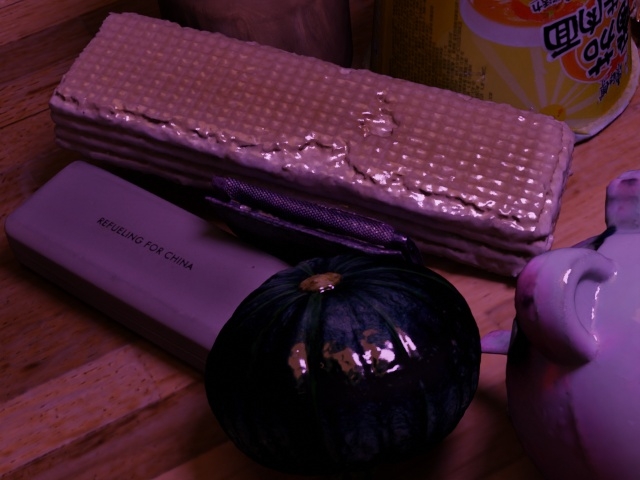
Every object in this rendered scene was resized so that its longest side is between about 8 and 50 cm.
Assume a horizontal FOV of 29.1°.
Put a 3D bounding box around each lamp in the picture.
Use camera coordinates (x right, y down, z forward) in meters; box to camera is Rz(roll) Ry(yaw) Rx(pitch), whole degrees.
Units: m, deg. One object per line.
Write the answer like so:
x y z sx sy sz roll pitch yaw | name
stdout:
0.236 0.058 0.822 0.247 0.247 0.301 -3 30 48 | lamp

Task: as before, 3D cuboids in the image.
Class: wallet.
0.001 -0.001 0.954 0.165 0.111 0.030 17 75 20 | wallet

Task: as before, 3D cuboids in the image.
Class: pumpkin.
0.017 0.082 0.835 0.194 0.150 0.194 -23 37 19 | pumpkin

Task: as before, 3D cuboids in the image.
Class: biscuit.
-0.007 -0.083 1.021 0.425 0.079 0.144 15 50 11 | biscuit

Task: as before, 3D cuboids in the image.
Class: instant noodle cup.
0.159 -0.232 1.090 0.264 0.200 0.264 -4 45 4 | instant noodle cup

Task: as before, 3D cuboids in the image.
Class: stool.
-0.067 -0.263 1.102 0.179 0.264 0.179 -3 47 3 | stool

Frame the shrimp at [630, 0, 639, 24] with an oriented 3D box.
0.314 -0.258 1.209 0.101 0.042 0.190 -15 43 22 | shrimp

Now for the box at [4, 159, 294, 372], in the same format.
-0.137 0.019 0.988 0.243 0.055 0.103 27 55 28 | box
